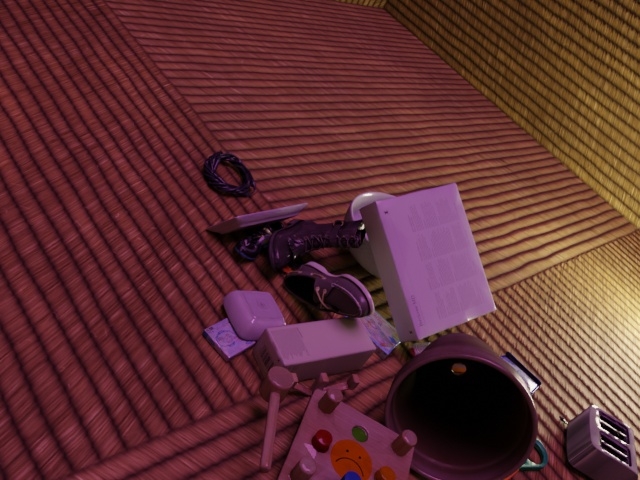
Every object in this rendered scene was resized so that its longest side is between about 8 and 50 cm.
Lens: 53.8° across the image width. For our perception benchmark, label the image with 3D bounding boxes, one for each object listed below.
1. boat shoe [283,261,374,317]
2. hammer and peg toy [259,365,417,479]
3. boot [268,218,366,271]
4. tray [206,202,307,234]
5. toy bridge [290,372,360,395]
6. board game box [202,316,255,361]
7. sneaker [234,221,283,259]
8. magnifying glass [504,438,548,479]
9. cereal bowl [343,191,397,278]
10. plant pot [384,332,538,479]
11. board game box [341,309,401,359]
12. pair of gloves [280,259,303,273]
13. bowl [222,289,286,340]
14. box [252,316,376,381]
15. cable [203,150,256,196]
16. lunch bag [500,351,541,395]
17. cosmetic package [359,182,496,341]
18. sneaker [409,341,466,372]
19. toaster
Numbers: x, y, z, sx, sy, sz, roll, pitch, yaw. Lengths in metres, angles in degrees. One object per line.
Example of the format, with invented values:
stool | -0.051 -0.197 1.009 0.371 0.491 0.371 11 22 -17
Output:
boat shoe | 0.016 0.133 1.578 0.091 0.109 0.305 -20 23 -29
hammer and peg toy | 0.009 0.432 1.273 0.361 0.127 0.266 29 37 -2
boot | 0.000 0.000 1.696 0.228 0.091 0.263 0 29 23
tray | -0.169 -0.057 1.748 0.270 0.145 0.030 -15 88 -46
toy bridge | -0.004 0.330 1.439 0.188 0.063 0.026 8 41 -31
board game box | -0.211 0.226 1.453 0.090 0.020 0.090 44 37 18
sneaker | -0.166 -0.007 1.717 0.067 0.078 0.188 40 37 13
magnifying glass | 0.492 0.552 1.567 0.231 0.026 0.092 -12 53 -46
cereal bowl | 0.212 0.015 1.911 0.338 0.141 0.339 20 36 -15
plant pot | 0.327 0.356 1.476 0.323 0.323 0.280 33 20 3
board game box | 0.140 0.237 1.688 0.154 0.026 0.103 41 37 14
pair of gloves | -0.089 0.067 1.743 0.074 0.010 0.083 34 34 9
bowl | -0.151 0.171 1.516 0.142 0.053 0.142 9 35 -42
box | -0.012 0.258 1.494 0.275 0.094 0.113 -1 46 -37
cable | -0.282 -0.203 1.908 0.150 0.047 0.184 -3 50 -31
lunch bag | 0.535 0.383 1.748 0.129 0.096 0.151 45 24 23
cosmetic package | 0.294 0.054 1.720 0.284 0.097 0.377 -14 85 -31
sneaker | 0.337 0.297 1.701 0.225 0.093 0.088 6 42 -30
toaster | 0.742 0.549 1.675 0.185 0.110 0.168 32 35 2
